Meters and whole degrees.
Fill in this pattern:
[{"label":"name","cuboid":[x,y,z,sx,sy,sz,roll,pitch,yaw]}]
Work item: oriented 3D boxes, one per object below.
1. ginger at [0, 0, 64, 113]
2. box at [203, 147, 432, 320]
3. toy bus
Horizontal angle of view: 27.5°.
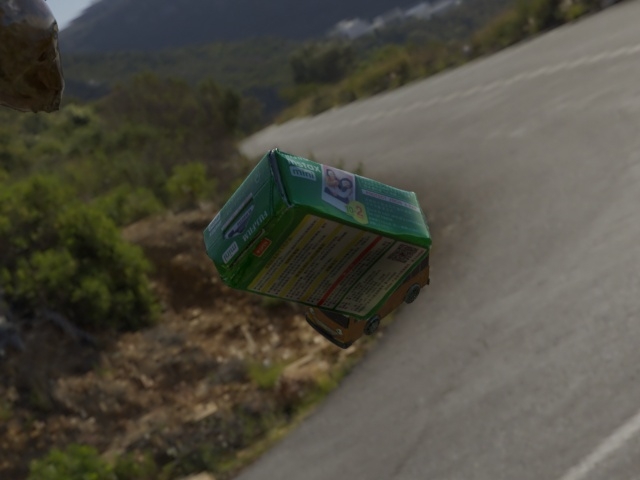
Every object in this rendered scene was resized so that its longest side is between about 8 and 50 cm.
[{"label":"ginger","cuboid":[-0.413,-0.190,1.446,0.375,0.256,0.176,-58,6,-37]},{"label":"box","cuboid":[0.000,0.000,1.632,0.250,0.103,0.180,16,-50,-35]},{"label":"toy bus","cuboid":[0.076,0.067,2.043,0.201,0.114,0.098,-36,55,-29]}]
